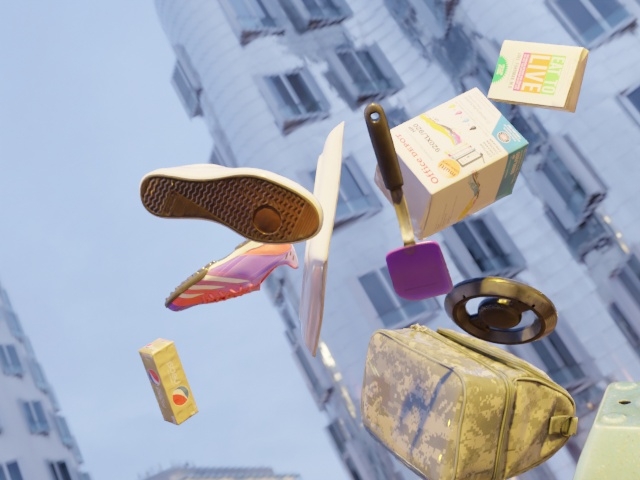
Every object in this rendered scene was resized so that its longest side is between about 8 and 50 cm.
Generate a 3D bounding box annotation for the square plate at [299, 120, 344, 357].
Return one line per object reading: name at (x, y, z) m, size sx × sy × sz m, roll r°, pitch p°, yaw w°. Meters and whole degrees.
square plate at (0.000, 0.000, 1.811) m, size 0.049 × 0.344 × 0.347 m, roll 7°, pitch -37°, yaw 0°

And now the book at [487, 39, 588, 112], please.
book at (0.335, -0.255, 1.417) m, size 0.035 × 0.144 × 0.096 m, roll 12°, pitch -86°, yaw -45°

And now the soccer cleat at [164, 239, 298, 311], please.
soccer cleat at (-0.200, 0.088, 2.052) m, size 0.318 × 0.116 × 0.108 m, roll -32°, pitch 2°, yaw 2°

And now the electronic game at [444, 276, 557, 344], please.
electronic game at (0.365, 0.144, 1.863) m, size 0.229 × 0.048 × 0.229 m, roll 13°, pitch -34°, yaw 9°

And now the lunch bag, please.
lunch bag at (0.242, 0.267, 1.539) m, size 0.255 × 0.305 × 0.213 m, roll 4°, pitch -81°, yaw -29°

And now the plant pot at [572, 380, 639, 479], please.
plant pot at (0.413, 0.303, 1.068) m, size 0.247 × 0.252 × 0.247 m, roll -3°, pitch 10°, yaw 26°

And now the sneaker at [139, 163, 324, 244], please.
sneaker at (-0.117, -0.070, 1.373) m, size 0.123 × 0.290 × 0.106 m, roll -33°, pitch -47°, yaw -64°

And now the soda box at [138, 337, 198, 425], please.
soda box at (-0.331, 0.307, 2.001) m, size 0.061 × 0.181 × 0.058 m, roll -30°, pitch 24°, yaw -37°

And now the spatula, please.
spatula at (0.111, -0.050, 1.289) m, size 0.084 × 0.297 × 0.030 m, roll -15°, pitch 12°, yaw 10°

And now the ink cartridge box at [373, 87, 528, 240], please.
ink cartridge box at (0.248, -0.148, 1.790) m, size 0.232 × 0.171 × 0.168 m, roll -28°, pitch -27°, yaw -18°
